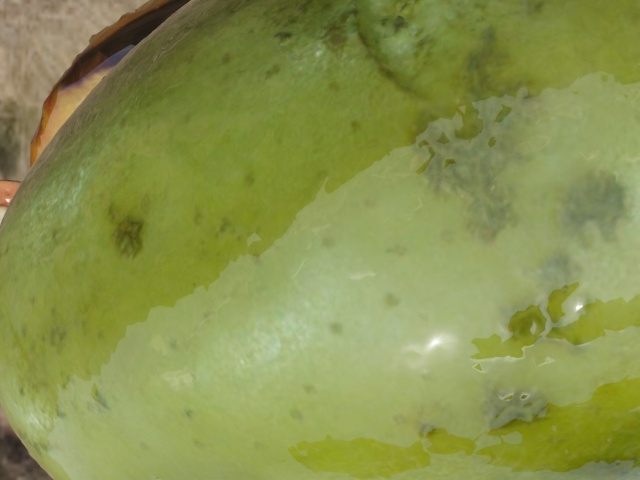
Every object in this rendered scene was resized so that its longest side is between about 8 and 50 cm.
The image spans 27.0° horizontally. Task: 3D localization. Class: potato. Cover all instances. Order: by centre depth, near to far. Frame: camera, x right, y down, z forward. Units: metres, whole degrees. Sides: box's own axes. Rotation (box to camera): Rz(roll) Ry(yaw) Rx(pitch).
[{"bbox_3d":[0.036,-0.007,0.433,0.304,0.216,0.216,-7,145,21],"label":"potato"}]

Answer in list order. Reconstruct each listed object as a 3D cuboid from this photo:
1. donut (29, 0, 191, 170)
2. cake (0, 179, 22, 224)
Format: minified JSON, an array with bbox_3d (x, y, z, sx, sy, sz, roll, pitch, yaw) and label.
[{"bbox_3d":[-0.033,-0.034,0.743,0.253,0.118,0.254,1,109,3],"label":"donut"},{"bbox_3d":[-0.366,0.019,1.189,0.262,0.158,0.159,7,169,-37],"label":"cake"}]
